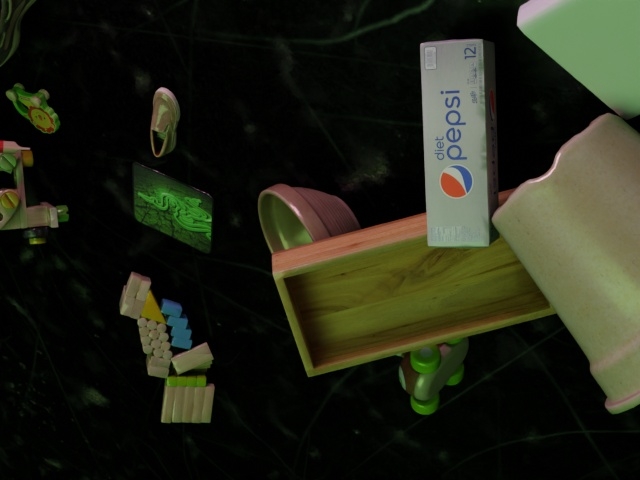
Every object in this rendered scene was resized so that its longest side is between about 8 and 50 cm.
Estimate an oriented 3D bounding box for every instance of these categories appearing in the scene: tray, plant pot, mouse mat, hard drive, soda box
[{"bbox_3d":[0.149,0.065,1.619,0.411,0.076,0.203,-15,119,4],"label":"tray"},{"bbox_3d":[0.000,0.000,1.762,0.237,0.110,0.237,49,156,32],"label":"plant pot"},{"bbox_3d":[-0.289,-0.062,2.018,0.189,0.007,0.152,23,134,17],"label":"mouse mat"},{"bbox_3d":[0.448,-0.285,1.238,0.233,0.047,0.353,32,142,-29],"label":"hard drive"},{"bbox_3d":[0.413,0.007,1.395,0.305,0.334,0.334,49,137,9],"label":"plant pot"},{"bbox_3d":[0.198,-0.136,1.463,0.091,0.098,0.286,-1,98,19],"label":"soda box"}]

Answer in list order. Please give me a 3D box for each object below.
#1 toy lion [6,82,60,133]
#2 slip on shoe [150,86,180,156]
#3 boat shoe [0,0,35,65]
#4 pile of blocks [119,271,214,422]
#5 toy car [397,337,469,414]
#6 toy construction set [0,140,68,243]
[{"bbox_3d":[-0.559,-0.255,2.037,0.100,0.034,0.096,17,139,24],"label":"toy lion"},{"bbox_3d":[-0.286,-0.211,1.871,0.051,0.041,0.135,26,135,15],"label":"slip on shoe"},{"bbox_3d":[-0.618,-0.405,1.882,0.132,0.130,0.355,44,136,-3],"label":"boat shoe"},{"bbox_3d":[-0.319,0.218,2.211,0.112,0.149,0.362,-133,24,-71],"label":"pile of blocks"},{"bbox_3d":[0.151,0.183,1.823,0.188,0.149,0.155,30,147,28],"label":"toy car"},{"bbox_3d":[-0.621,-0.114,2.086,0.237,0.257,0.309,1,161,-21],"label":"toy construction set"}]
